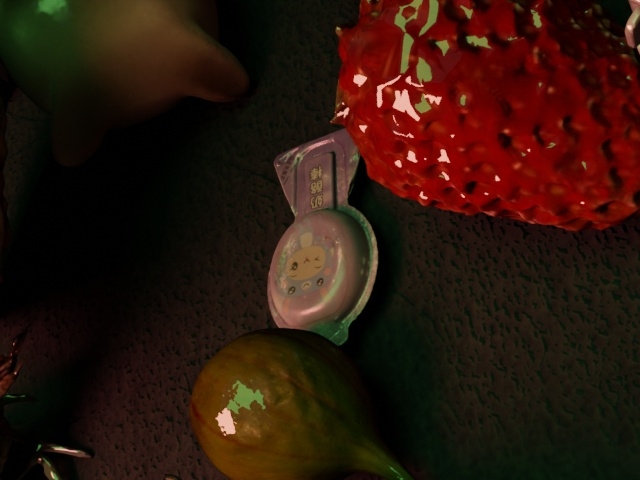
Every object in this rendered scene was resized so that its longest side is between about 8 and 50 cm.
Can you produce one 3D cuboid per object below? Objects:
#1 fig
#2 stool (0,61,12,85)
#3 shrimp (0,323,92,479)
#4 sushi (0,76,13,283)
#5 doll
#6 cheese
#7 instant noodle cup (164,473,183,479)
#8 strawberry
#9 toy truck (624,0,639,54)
[{"bbox_3d":[0.014,0.149,0.843,0.236,0.124,0.124,33,92,29],"label":"fig"},{"bbox_3d":[-0.447,-0.226,1.361,0.232,0.141,0.232,-17,60,32],"label":"stool"},{"bbox_3d":[-0.356,0.244,1.061,0.410,0.166,0.221,-37,23,13],"label":"shrimp"},{"bbox_3d":[-0.293,-0.062,1.049,0.339,0.069,0.320,-156,59,-77],"label":"sushi"},{"bbox_3d":[-0.229,-0.260,1.156,0.215,0.226,0.370,-22,44,-13],"label":"doll"},{"bbox_3d":[0.000,0.000,0.959,0.105,0.042,0.190,-19,56,29],"label":"cheese"},{"bbox_3d":[-0.045,0.304,0.677,0.340,0.340,0.266,17,73,42],"label":"instant noodle cup"},{"bbox_3d":[0.137,-0.097,0.826,0.244,0.205,0.205,29,89,21],"label":"strawberry"},{"bbox_3d":[0.330,-0.095,0.619,0.363,0.178,0.176,35,94,31],"label":"toy truck"}]
